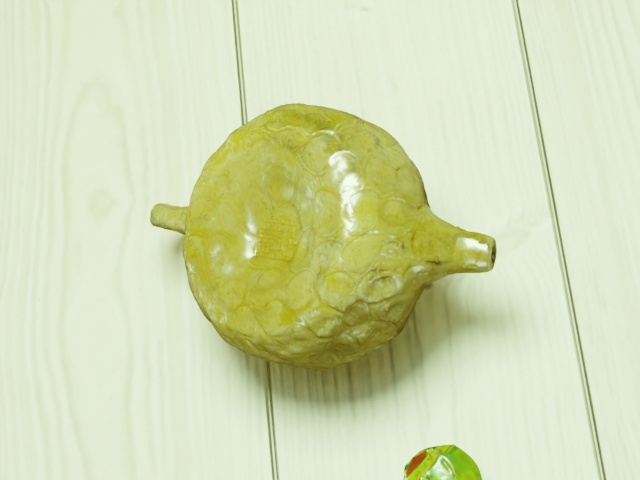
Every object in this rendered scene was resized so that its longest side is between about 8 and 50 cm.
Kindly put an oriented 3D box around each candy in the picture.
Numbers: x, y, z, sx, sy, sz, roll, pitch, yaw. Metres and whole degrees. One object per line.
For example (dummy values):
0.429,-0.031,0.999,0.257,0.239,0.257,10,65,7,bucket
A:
0.138,0.223,1.389,0.194,0.062,0.058,41,33,21,candy

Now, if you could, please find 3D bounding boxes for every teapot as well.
0.000,0.000,1.495,0.311,0.167,0.203,5,85,40,teapot
